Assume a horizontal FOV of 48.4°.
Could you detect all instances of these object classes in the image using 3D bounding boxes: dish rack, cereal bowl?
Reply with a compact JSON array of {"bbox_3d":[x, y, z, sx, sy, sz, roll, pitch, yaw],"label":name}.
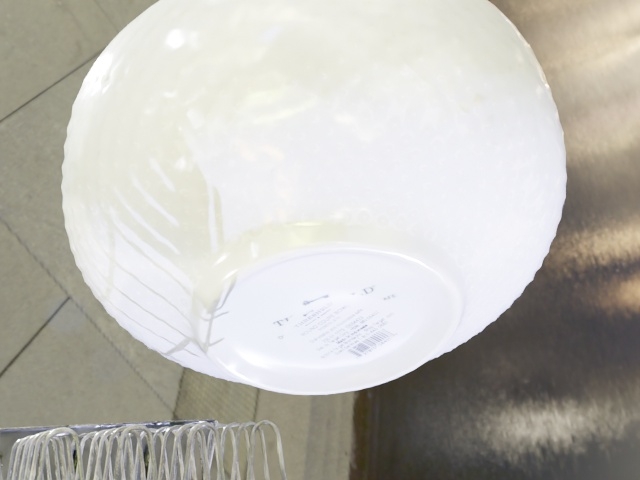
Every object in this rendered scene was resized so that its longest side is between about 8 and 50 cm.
[{"bbox_3d":[-0.121,0.139,0.407,0.208,0.271,0.074,4,74,-29],"label":"dish rack"},{"bbox_3d":[0.000,0.000,0.468,0.339,0.339,0.141,39,31,-39],"label":"cereal bowl"}]
